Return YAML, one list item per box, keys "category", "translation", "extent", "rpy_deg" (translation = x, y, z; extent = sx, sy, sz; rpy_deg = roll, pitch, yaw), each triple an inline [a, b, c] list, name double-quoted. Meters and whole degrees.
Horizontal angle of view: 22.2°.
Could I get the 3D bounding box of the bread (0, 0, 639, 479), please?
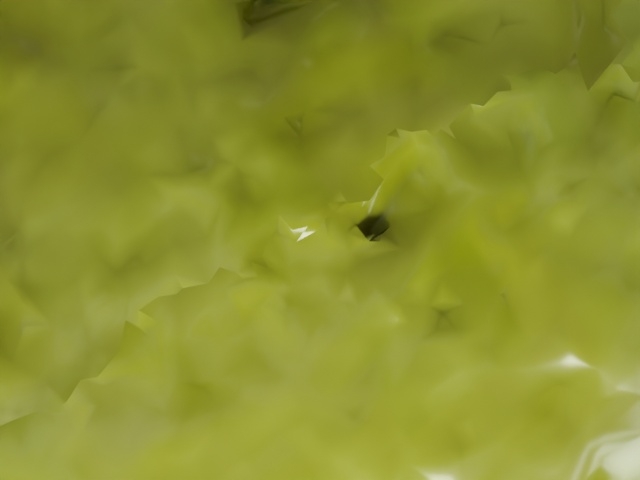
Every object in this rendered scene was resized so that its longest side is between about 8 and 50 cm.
- category: "bread"
  translation: [0.000, 0.000, 0.488]
  extent: [0.348, 0.307, 0.348]
  rpy_deg: [58, -177, -5]
